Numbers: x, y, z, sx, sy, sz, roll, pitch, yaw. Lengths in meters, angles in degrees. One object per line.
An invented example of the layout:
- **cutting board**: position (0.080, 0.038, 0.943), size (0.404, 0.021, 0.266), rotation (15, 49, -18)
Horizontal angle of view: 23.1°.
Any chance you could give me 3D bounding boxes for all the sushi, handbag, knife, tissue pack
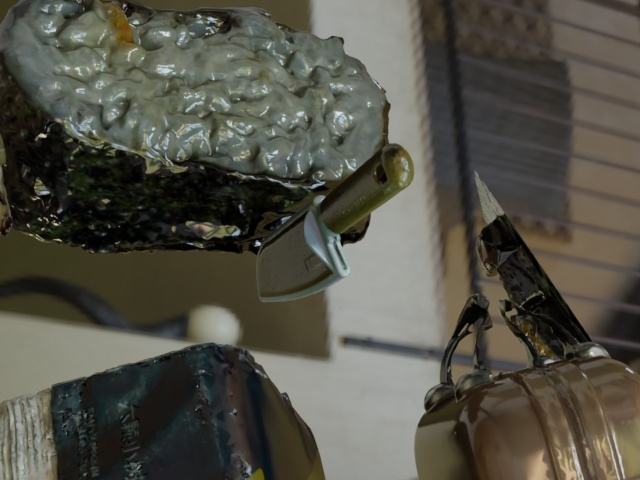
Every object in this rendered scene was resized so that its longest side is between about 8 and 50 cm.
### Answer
- **sushi**: position (-0.118, -0.086, 1.301), size (0.171, 0.350, 0.211), rotation (116, -30, -47)
- **handbag**: position (0.161, 0.174, 1.164), size (0.302, 0.149, 0.283), rotation (112, -37, -80)
- **knife**: position (0.000, 0.001, 1.123), size (0.061, 0.027, 0.343), rotation (69, -21, 5)
- **tissue pack**: position (-0.108, 0.327, 1.253), size (0.253, 0.264, 0.416), rotation (-15, -114, 10)
- **sushi**: position (0.196, 0.078, 1.380), size (0.279, 0.043, 0.192), rotation (58, 0, 15)

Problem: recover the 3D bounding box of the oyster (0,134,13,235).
- **oyster**: position (-0.219, -0.120, 0.645), size (0.166, 0.294, 0.094), rotation (-6, -138, 24)
